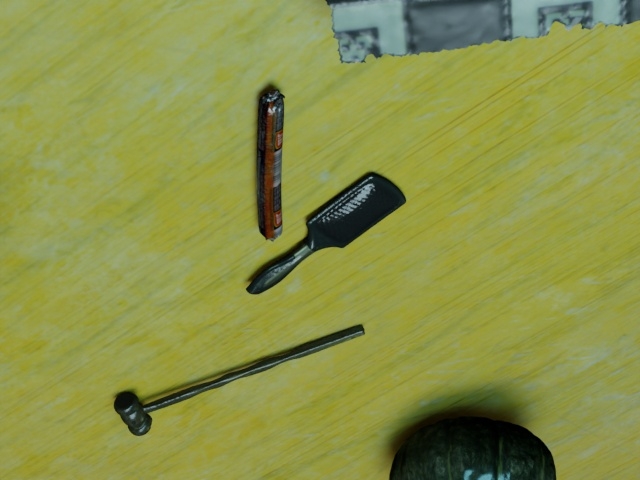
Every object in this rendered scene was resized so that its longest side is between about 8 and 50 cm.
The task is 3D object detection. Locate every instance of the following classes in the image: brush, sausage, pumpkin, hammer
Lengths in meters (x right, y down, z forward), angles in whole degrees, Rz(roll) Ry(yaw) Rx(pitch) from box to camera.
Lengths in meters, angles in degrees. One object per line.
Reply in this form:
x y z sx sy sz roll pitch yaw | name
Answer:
0.000 0.000 1.262 0.193 0.016 0.063 -36 134 21 | brush
-0.046 -0.066 1.169 0.028 0.025 0.198 -34 148 -28 | sausage
0.191 0.297 1.550 0.211 0.152 0.212 2 159 1 | pumpkin
-0.087 0.151 1.398 0.292 0.029 0.058 -20 140 2 | hammer

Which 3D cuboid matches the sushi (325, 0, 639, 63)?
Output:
0.172 -0.304 0.936 0.372 0.100 0.296 -8 130 7 | sushi
